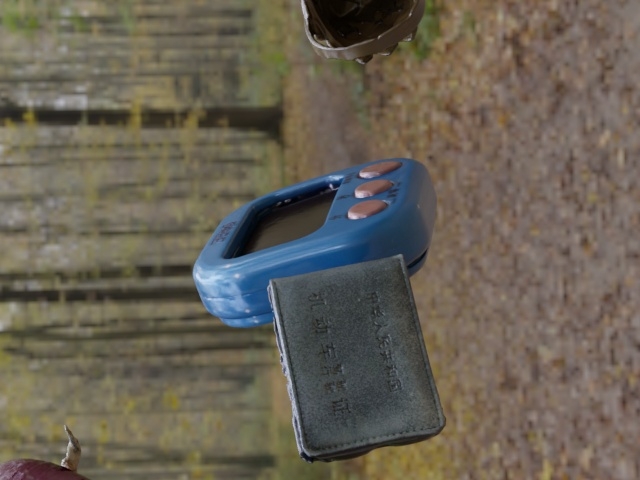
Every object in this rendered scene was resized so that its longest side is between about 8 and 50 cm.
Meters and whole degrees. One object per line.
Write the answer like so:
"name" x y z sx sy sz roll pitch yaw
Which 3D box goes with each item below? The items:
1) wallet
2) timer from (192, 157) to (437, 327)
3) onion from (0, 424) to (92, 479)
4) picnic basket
"wallet" 0.040 0.130 1.564 0.036 0.167 0.222 89 170 -68
"timer" 0.000 0.000 1.864 0.340 0.309 0.115 -68 -39 -69
"onion" -0.289 0.302 1.492 0.153 0.177 0.177 -65 -19 -52
"picnic basket" 0.043 -0.240 1.425 0.138 0.128 0.178 56 -168 -40
